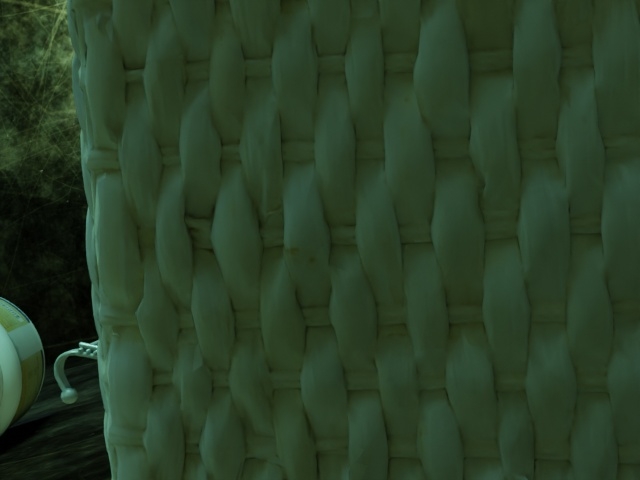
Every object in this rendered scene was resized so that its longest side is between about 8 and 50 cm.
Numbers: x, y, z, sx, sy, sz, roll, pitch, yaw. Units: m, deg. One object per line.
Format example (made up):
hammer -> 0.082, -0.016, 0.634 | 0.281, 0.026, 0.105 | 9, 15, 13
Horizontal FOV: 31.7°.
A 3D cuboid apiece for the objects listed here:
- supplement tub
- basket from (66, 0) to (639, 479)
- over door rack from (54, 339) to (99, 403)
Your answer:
supplement tub -> -0.528, 0.191, 1.605 | 0.228, 0.228, 0.316 | -17, 1, -5
basket -> 0.065, -0.036, 0.564 | 0.329, 0.331, 0.266 | -1, 10, 10
over door rack -> -0.104, 0.144, 1.290 | 0.324, 0.108, 0.239 | -3, 7, 17
